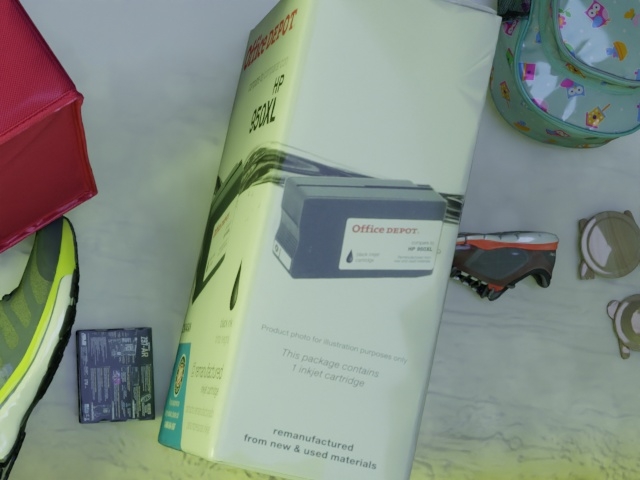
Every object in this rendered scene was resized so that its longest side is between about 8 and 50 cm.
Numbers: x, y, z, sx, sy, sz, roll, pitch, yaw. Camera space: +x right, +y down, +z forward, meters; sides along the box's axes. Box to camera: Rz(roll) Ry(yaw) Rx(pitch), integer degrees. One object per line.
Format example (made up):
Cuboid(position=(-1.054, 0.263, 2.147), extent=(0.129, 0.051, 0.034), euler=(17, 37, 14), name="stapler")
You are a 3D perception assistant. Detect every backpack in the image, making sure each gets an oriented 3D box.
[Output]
Cuboid(position=(0.244, -0.181, 1.618), extent=(0.166, 0.144, 0.188), euler=(15, 86, -18), name="backpack")

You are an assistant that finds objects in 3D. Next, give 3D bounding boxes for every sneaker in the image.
Cuboid(position=(0.148, 0.025, 1.624), extent=(0.158, 0.061, 0.065), euler=(-2, 93, -13), name="sneaker")
Cuboid(position=(-0.291, 0.107, 1.490), extent=(0.121, 0.111, 0.300), euler=(24, 76, -3), name="sneaker")

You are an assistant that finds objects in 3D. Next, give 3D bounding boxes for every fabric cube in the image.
Cuboid(position=(-0.351, -0.110, 1.381), extent=(0.259, 0.254, 0.258), euler=(-33, 79, -13), name="fabric cube")

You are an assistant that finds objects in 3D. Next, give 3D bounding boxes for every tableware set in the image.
Cuboid(position=(0.329, 0.027, 1.687), extent=(0.169, 0.020, 0.141), euler=(-18, 89, -13), name="tableware set")

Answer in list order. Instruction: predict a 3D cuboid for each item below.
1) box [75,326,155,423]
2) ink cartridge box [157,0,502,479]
Cuboid(position=(-0.181, 0.119, 1.557), extent=(0.067, 0.018, 0.083), euler=(-3, 87, -14), name="box")
Cuboid(position=(0.000, 0.000, 1.472), extent=(0.166, 0.285, 0.395), euler=(14, 83, -12), name="ink cartridge box")
